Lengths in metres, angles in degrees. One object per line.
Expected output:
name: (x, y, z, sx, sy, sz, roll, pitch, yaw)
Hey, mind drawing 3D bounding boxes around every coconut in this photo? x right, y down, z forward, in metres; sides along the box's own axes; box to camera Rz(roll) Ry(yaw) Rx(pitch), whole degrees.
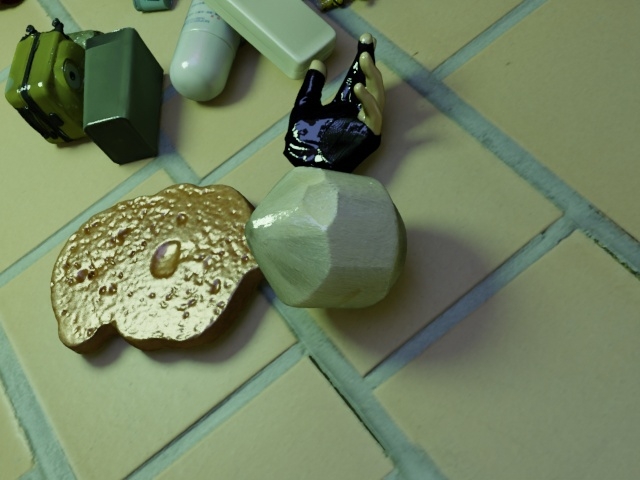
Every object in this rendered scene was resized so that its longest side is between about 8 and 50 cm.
coconut: (0.000, 0.000, 1.247, 0.266, 0.237, 0.237, 9, 57, -22)

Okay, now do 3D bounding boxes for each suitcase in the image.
suitcase: (-0.580, -0.350, 1.680, 0.143, 0.194, 0.234, -10, 58, 16)

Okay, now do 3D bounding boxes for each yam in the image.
yam: (-0.601, -0.466, 1.825, 0.179, 0.078, 0.078, -2, 61, 20)

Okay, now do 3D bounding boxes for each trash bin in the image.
trash bin: (-0.427, -0.308, 1.633, 0.122, 0.164, 0.240, -12, 62, 12)

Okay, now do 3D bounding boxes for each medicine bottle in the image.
medicine bottle: (-0.242, -0.462, 1.674, 0.130, 0.130, 0.340, 2, 61, 19)

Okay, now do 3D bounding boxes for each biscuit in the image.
biscuit: (-0.303, 0.047, 1.441, 0.456, 0.078, 0.349, -4, 64, 16)

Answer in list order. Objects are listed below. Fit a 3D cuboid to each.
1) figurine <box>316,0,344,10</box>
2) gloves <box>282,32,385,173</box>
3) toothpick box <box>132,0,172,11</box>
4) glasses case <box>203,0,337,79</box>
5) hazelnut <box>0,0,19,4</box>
figurine: (0.058, -0.559, 1.678, 0.143, 0.068, 0.101, -45, 54, 4)
gloves: (0.037, -0.258, 1.454, 0.197, 0.152, 0.300, 26, 97, 22)
toothpick box: (-0.413, -0.591, 1.848, 0.083, 0.052, 0.052, 1, 62, 17)
glasses case: (-0.117, -0.485, 1.603, 0.313, 0.070, 0.131, 42, 64, 7)
hazelnut: (-0.886, -0.705, 2.017, 0.202, 0.160, 0.170, 26, 83, -11)
